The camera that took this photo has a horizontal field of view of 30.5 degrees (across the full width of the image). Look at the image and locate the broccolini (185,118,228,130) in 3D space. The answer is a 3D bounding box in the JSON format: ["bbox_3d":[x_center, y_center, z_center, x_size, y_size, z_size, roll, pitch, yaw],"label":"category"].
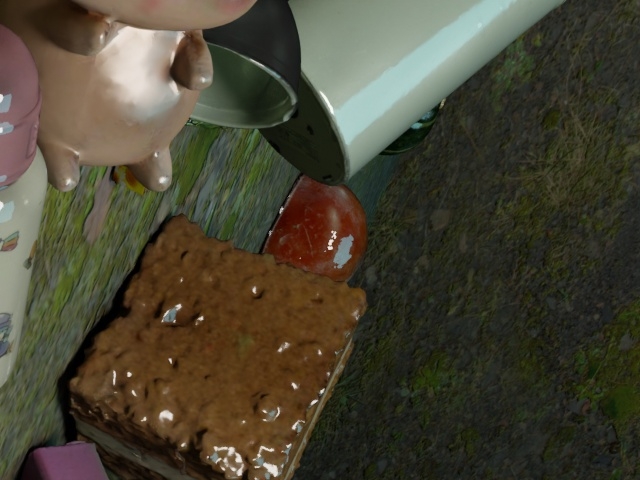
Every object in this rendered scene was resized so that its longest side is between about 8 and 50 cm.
[{"bbox_3d":[-0.113,-0.122,1.179,0.054,0.052,0.194,-60,173,0],"label":"broccolini"}]

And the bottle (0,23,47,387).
[{"bbox_3d":[-0.210,-0.016,0.653,0.110,0.110,0.233,-54,168,-51],"label":"bottle"}]

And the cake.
[{"bbox_3d":[-0.119,0.164,1.343,0.282,0.255,0.290,-62,176,-27],"label":"cake"}]

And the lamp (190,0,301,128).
[{"bbox_3d":[-0.063,-0.217,0.909,0.172,0.147,0.228,114,-9,-72],"label":"lamp"}]

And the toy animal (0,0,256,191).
[{"bbox_3d":[-0.112,-0.157,0.684,0.166,0.154,0.250,-4,135,-42],"label":"toy animal"}]

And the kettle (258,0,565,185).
[{"bbox_3d":[0.057,-0.247,1.138,0.318,0.265,0.205,-37,-169,-15],"label":"kettle"}]

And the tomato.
[{"bbox_3d":[0.000,0.000,1.963,0.214,0.155,0.181,-63,168,1],"label":"tomato"}]

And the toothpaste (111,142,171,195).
[{"bbox_3d":[-0.141,-0.126,1.030,0.043,0.037,0.179,-48,163,-59],"label":"toothpaste"}]

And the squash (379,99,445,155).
[{"bbox_3d":[0.109,-0.239,1.811,0.218,0.172,0.218,19,90,-83],"label":"squash"}]

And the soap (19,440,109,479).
[{"bbox_3d":[-0.242,0.354,1.177,0.081,0.259,0.181,1,126,-34],"label":"soap"}]
